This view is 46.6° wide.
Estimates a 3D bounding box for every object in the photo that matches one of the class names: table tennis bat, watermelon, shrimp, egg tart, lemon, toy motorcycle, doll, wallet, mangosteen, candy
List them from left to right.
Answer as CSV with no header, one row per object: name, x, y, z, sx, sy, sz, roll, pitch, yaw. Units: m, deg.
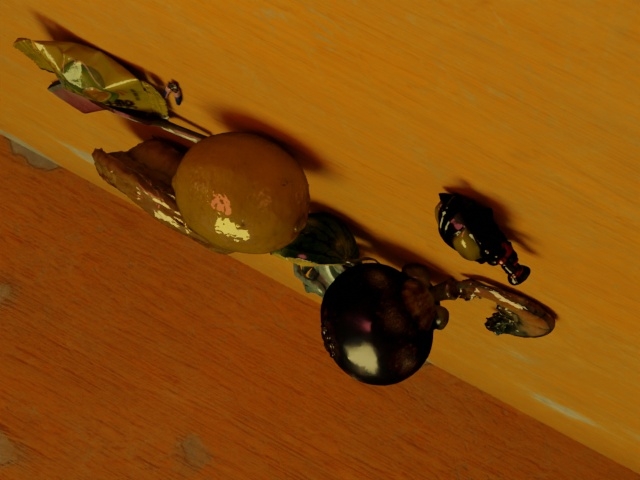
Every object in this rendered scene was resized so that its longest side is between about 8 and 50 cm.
wallet,-0.601,-0.358,1.848,0.119,0.025,0.232,35,167,-30
candy,-0.447,-0.326,1.477,0.297,0.081,0.187,18,171,-1
table tennis bat,-0.365,-0.261,1.592,0.274,0.021,0.154,22,-166,2
egg tart,-0.371,-0.130,1.897,0.443,0.178,0.443,34,175,3
lemon,-0.146,-0.090,1.404,0.263,0.236,0.236,36,169,-2
watermelon,-0.006,0.000,1.722,0.204,0.127,0.232,6,178,-37
toy motorcycle,0.020,0.062,1.961,0.206,0.154,0.260,47,156,9
mangosteen,0.148,0.182,1.758,0.297,0.313,0.297,32,143,28
doll,0.253,-0.001,1.185,0.127,0.088,0.249,20,170,39
shrimp,0.387,0.153,1.648,0.222,0.054,0.290,28,166,-1

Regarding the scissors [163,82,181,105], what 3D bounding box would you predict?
scissors,-0.281,-0.283,1.418,0.039,0.012,0.113,30,170,-9
